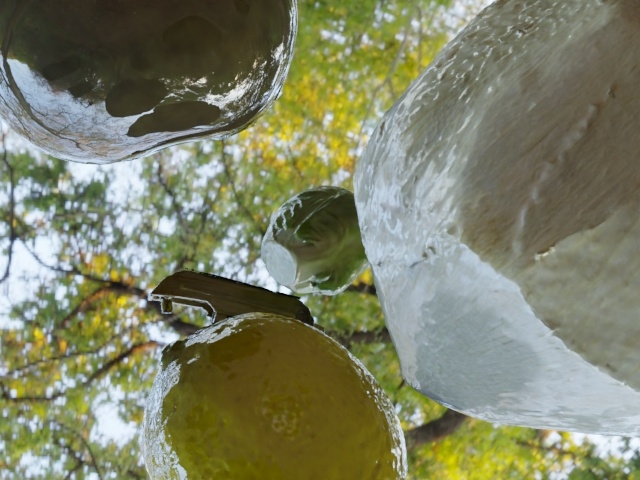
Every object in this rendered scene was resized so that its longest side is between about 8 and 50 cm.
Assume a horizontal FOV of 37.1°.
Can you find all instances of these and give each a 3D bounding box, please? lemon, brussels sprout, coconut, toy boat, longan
[{"bbox_3d":[-0.041,0.210,0.964,0.320,0.245,0.245,45,-136,-16],"label":"lemon"},{"bbox_3d":[-0.002,-0.004,1.159,0.155,0.118,0.155,-11,-167,3],"label":"brussels sprout"},{"bbox_3d":[0.141,-0.005,0.531,0.245,0.245,0.247,36,-95,14],"label":"coconut"},{"bbox_3d":[-0.108,0.098,1.214,0.225,0.068,0.088,15,-106,-11],"label":"toy boat"},{"bbox_3d":[-0.183,-0.217,0.932,0.318,0.319,0.319,10,-133,-11],"label":"longan"}]
